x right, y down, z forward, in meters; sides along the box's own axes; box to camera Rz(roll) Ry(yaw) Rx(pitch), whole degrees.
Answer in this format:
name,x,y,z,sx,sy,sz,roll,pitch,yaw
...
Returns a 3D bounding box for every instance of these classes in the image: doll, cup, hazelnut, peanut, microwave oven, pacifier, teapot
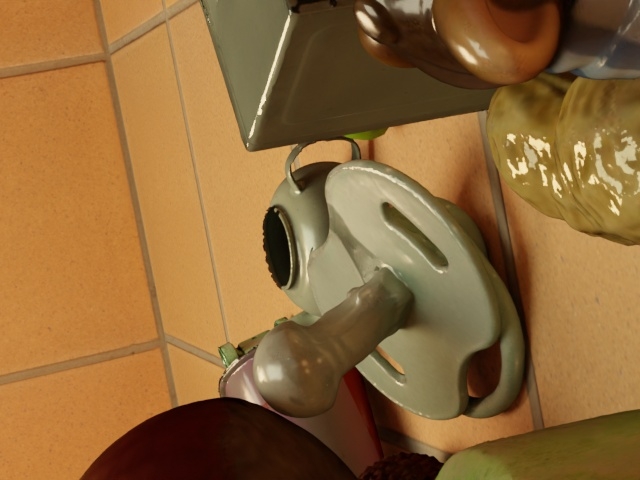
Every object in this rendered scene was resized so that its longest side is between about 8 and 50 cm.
name,x,y,z,sx,sy,sz,roll,pitch,yaw
doll,0.173,-0.197,0.789,0.318,0.340,0.209,-111,11,-69
cup,0.001,0.285,1.848,0.203,0.203,0.288,102,152,-53
hazelnut,-0.073,0.353,1.420,0.409,0.359,0.359,55,164,-5
peanut,0.217,-0.067,1.022,0.305,0.147,0.147,-167,66,-75
microwave oven,0.074,-0.213,1.108,0.237,0.295,0.181,114,142,-63
pacifier,0.054,0.093,1.466,0.288,0.269,0.343,42,152,22
teapot,0.000,0.000,1.771,0.193,0.130,0.294,-130,36,-53

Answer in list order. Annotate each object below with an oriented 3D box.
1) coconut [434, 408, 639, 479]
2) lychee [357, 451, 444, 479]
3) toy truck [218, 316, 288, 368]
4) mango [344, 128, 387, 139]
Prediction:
name,x,y,z,sx,sy,sz,roll,pitch,yaw
coconut,0.191,0.272,1.003,0.328,0.329,0.281,95,156,-44
lychee,0.089,0.335,1.640,0.188,0.188,0.188,168,90,-73
toy truck,-0.058,0.217,2.143,0.259,0.128,0.135,40,152,64
mango,0.038,-0.195,1.557,0.233,0.125,0.111,62,-175,-55
